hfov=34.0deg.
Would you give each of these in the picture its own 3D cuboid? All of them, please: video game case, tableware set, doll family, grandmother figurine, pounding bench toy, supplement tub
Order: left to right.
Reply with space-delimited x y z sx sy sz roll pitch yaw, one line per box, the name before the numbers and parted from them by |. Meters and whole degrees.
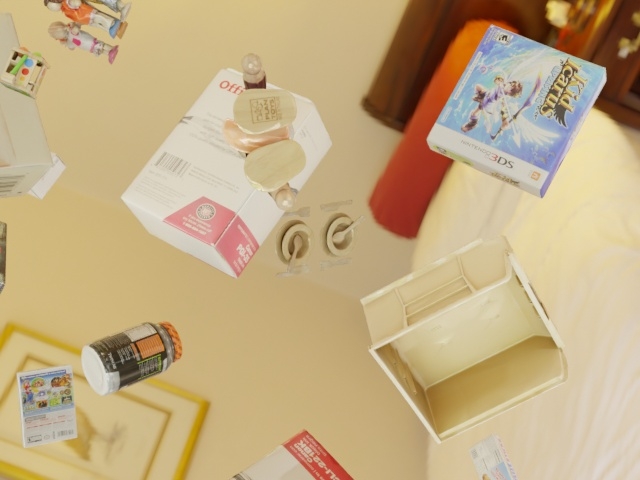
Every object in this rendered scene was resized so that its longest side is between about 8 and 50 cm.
pounding bench toy | -0.454 -0.262 1.595 0.083 0.052 0.065 118 175 -85
video game case | -0.436 0.263 1.670 0.011 0.087 0.122 13 107 61
doll family | -0.439 -0.434 1.940 0.118 0.163 0.263 -67 9 -12
supplement tub | -0.392 0.241 2.190 0.190 0.117 0.117 -19 -31 -36
grandmother figurine | -0.078 -0.143 1.387 0.342 0.104 0.208 -149 57 -84
tableware set | 0.000 0.000 1.943 0.039 0.194 0.128 14 109 48
video game case | 0.374 -0.250 1.996 0.270 0.244 0.061 -61 -21 -7

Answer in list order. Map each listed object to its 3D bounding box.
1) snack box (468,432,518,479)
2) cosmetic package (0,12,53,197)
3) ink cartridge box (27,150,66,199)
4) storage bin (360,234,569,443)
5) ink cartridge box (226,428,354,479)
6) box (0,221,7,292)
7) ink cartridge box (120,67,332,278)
snack box | 0.331 0.448 1.923 0.064 0.022 0.178 -39 49 24
cosmetic package | -0.585 -0.233 1.823 0.153 0.129 0.296 -34 70 48
ink cartridge box | -0.643 -0.161 2.297 0.099 0.135 0.056 -57 -28 -17
storage bin | 0.238 0.158 1.684 0.260 0.262 0.123 -28 36 11
ink cartridge box | -0.099 0.368 1.251 0.197 0.114 0.273 -53 -15 27
box | -0.612 0.009 1.761 0.044 0.159 0.233 -58 26 16
ink cartridge box | -0.144 -0.112 1.671 0.283 0.207 0.117 -55 -31 -16
